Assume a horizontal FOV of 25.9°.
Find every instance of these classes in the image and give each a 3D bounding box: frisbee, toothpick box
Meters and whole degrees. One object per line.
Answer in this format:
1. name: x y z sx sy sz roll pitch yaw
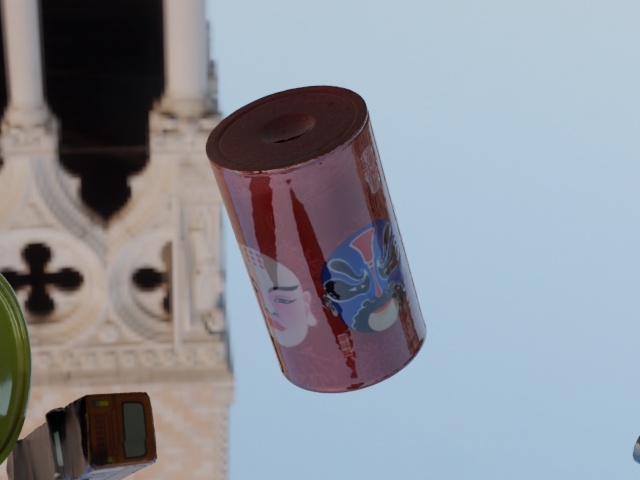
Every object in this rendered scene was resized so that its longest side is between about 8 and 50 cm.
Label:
1. frisbee: -0.369 0.135 1.455 0.017 0.236 0.236 -3 -156 19
2. toothpick box: 0.000 0.000 1.729 0.204 0.333 0.204 -13 -149 8

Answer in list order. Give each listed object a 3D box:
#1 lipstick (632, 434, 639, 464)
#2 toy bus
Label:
1. lipstick: 0.392 0.245 1.279 0.053 0.053 0.234 -19 -141 -35
2. toy bus: -0.289 0.252 1.612 0.092 0.093 0.409 -3 165 -24
